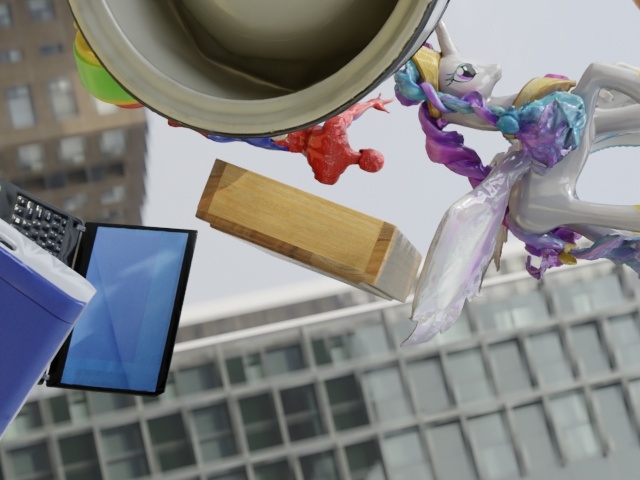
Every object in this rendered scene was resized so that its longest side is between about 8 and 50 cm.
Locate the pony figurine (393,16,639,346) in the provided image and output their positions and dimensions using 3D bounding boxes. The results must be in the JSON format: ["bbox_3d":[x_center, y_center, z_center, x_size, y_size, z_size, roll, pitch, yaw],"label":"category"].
[{"bbox_3d":[0.236,-0.057,1.627,0.303,0.363,0.351,-44,144,-68],"label":"pony figurine"}]

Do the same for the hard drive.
[{"bbox_3d":[-0.389,0.099,1.570,0.319,0.210,0.040,-53,-177,36],"label":"hard drive"}]

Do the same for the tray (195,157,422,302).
[{"bbox_3d":[0.000,0.000,1.750,0.411,0.202,0.076,38,73,-80],"label":"tray"}]

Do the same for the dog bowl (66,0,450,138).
[{"bbox_3d":[-0.043,-0.303,1.426,0.150,0.407,0.408,-14,94,-66],"label":"dog bowl"}]

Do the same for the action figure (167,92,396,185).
[{"bbox_3d":[-0.028,-0.138,1.777,0.280,0.139,0.092,23,-62,29],"label":"action figure"}]

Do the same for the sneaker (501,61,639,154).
[{"bbox_3d":[0.315,-0.153,1.714,0.087,0.228,0.092,-107,-170,-49],"label":"sneaker"}]

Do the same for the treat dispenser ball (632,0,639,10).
[{"bbox_3d":[0.582,-0.439,2.232,0.288,0.288,0.288,169,-90,-77],"label":"treat dispenser ball"}]

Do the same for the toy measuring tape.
[{"bbox_3d":[-0.173,-0.173,1.612,0.330,0.121,0.121,37,-38,38],"label":"toy measuring tape"}]

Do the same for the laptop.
[{"bbox_3d":[-0.312,0.052,1.864,0.136,0.264,0.234,-17,-126,43],"label":"laptop"}]
